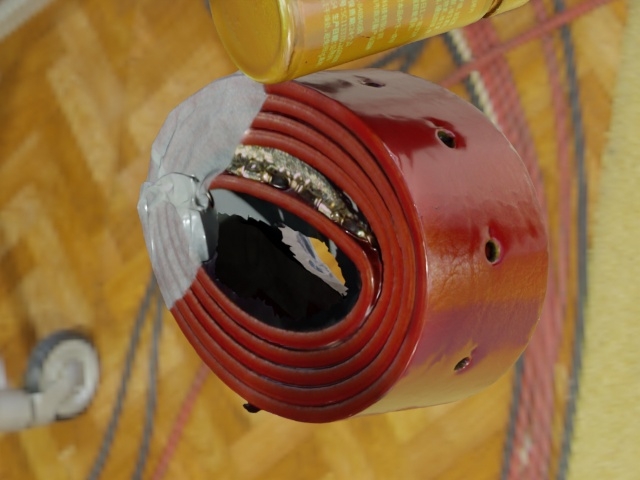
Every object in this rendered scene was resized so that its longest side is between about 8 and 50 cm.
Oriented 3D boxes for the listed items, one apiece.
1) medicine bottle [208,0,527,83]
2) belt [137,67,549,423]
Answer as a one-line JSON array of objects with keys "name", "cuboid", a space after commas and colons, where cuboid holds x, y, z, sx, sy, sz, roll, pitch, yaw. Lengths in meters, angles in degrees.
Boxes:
[{"name": "medicine bottle", "cuboid": [0.034, -0.163, 1.117, 0.096, 0.191, 0.096, 37, 137, 44]}, {"name": "belt", "cuboid": [0.000, 0.000, 1.221, 0.323, 0.115, 0.227, 17, 106, 50]}]
